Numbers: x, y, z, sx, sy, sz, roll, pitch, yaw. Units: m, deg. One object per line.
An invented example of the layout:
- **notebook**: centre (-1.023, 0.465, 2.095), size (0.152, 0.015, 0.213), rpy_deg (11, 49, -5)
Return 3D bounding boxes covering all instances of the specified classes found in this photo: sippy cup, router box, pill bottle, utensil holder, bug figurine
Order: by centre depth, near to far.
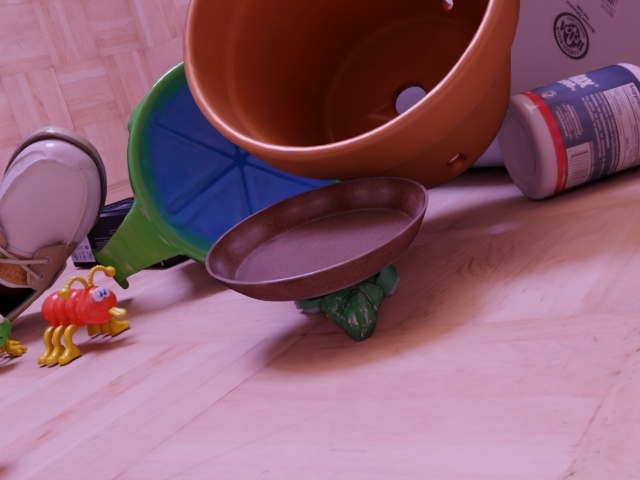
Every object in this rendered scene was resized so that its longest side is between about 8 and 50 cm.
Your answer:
- **bug figurine**: centre (-0.309, 0.101, 0.716), size (0.216, 0.072, 0.279), rpy_deg (-10, 13, 31)
- **pill bottle**: centre (0.278, -0.116, 0.826), size (0.180, 0.108, 0.108), rpy_deg (-18, 11, -7)
- **sippy cup**: centre (-0.113, -0.075, 0.959), size (0.305, 0.240, 0.224), rpy_deg (-5, -5, -19)
- **utensil holder**: centre (0.189, -0.246, 1.068), size (0.327, 0.328, 0.385), rpy_deg (-22, 15, -27)
- **router box**: centre (-0.215, -0.037, 1.241), size (0.242, 0.081, 0.308), rpy_deg (-24, 13, -35)

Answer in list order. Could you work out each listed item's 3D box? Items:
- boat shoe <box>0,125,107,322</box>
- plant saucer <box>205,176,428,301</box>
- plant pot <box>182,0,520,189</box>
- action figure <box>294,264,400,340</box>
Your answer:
- **boat shoe**: centre (-0.317, 0.006, 0.900), size (0.302, 0.113, 0.103), rpy_deg (-50, 22, 42)
- **plant saucer**: centre (0.000, 0.000, 0.606), size (0.168, 0.029, 0.168), rpy_deg (-16, 22, 7)
- **plant pot**: centre (0.050, -0.170, 0.757), size (0.290, 0.291, 0.203), rpy_deg (-12, -23, 22)
- **action figure**: centre (0.014, 0.020, 0.663), size (0.137, 0.064, 0.232), rpy_deg (-15, 18, 0)
